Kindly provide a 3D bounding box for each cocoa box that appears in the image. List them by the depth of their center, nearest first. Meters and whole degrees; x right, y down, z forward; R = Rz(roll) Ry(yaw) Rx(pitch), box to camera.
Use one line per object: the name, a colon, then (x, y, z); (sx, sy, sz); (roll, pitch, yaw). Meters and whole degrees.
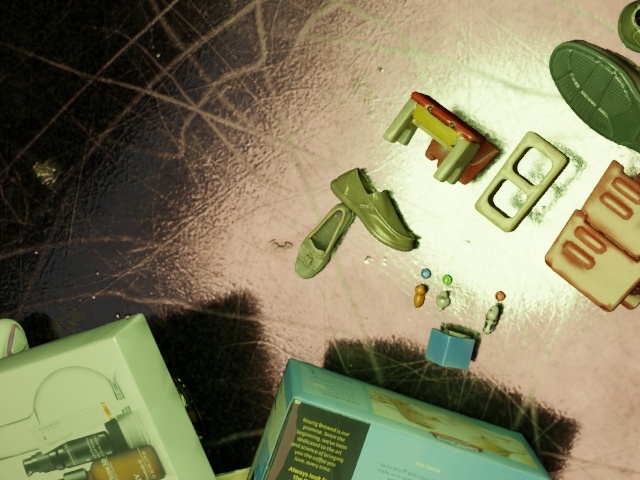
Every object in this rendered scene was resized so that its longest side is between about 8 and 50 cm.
cocoa box: (0.086, 0.324, 1.729); (0.347, 0.231, 0.228); (19, 96, -5)

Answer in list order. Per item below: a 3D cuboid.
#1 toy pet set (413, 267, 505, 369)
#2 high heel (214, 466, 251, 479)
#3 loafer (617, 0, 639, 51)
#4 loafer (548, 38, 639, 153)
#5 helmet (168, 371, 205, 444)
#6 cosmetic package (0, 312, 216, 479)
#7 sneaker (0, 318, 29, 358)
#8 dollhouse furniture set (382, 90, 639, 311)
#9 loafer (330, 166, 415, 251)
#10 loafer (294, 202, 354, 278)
toy pet set: (0.175, 0.109, 1.823); (0.122, 0.065, 0.114); (15, 97, 14)
high heel: (-0.125, 0.333, 1.861); (0.186, 0.093, 0.261); (35, 111, -29)
loafer: (0.501, -0.262, 1.704); (0.251, 0.087, 0.094); (5, 94, 15)
loafer: (0.415, -0.169, 1.750); (0.267, 0.084, 0.096); (42, 133, 13)
helmet: (-0.263, 0.262, 1.903); (0.161, 0.169, 0.169); (-31, 85, 4)
cosmetic package: (-0.297, 0.315, 1.795); (0.284, 0.097, 0.377); (-18, 102, 23)
sneaker: (-0.521, 0.255, 1.993); (0.152, 0.114, 0.305); (18, 97, 12)
dollhouse furniture set: (0.289, -0.077, 1.723); (0.374, 0.201, 0.152); (40, 102, 16)
loafer: (0.077, -0.043, 1.847); (0.148, 0.056, 0.050); (43, 109, 9)
loafer: (0.000, 0.000, 1.878); (0.045, 0.039, 0.125); (36, 101, 10)
